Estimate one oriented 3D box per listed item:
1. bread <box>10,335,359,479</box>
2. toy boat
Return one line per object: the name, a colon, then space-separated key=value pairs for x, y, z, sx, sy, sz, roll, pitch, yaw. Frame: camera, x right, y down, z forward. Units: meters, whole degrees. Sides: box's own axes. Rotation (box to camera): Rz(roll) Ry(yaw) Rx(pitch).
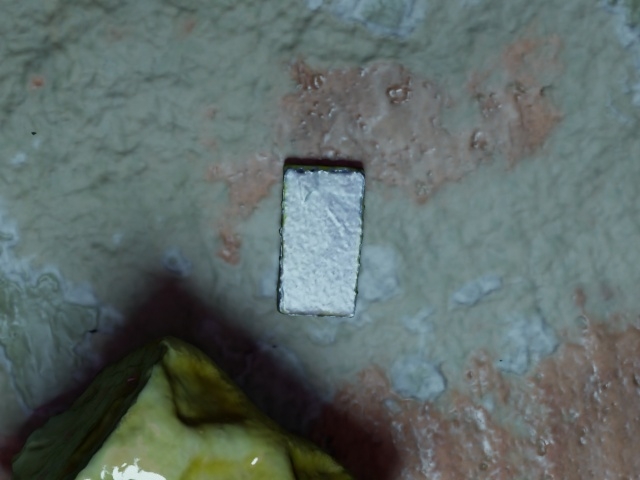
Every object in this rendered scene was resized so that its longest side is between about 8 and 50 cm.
bread: x=-0.091 y=0.210 z=1.272 sx=0.238 sy=0.196 sz=0.252 roll=-43 pitch=104 yaw=2
toy boat: x=0.000 y=0.000 z=1.319 sx=0.063 sy=0.016 sz=0.115 roll=3 pitch=103 yaw=-5
